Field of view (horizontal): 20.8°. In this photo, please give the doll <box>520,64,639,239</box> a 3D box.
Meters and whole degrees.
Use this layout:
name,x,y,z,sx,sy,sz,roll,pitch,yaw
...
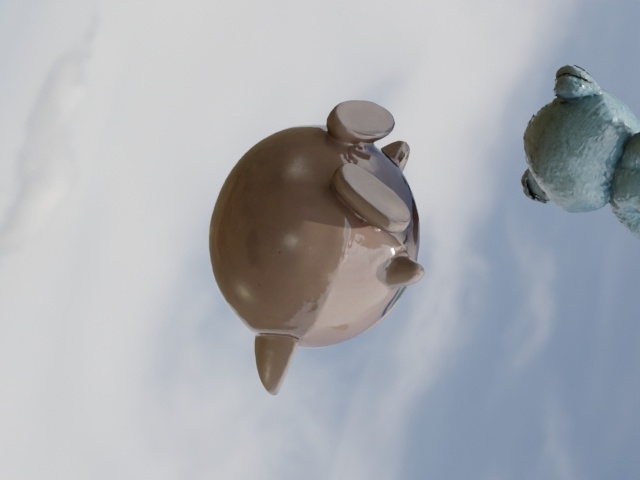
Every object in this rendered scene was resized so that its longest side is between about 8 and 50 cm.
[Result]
name,x,y,z,sx,sy,sz,roll,pitch,yaw
doll,0.229,-0.051,1.226,0.075,0.180,0.120,-59,167,-49

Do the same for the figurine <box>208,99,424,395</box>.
name,x,y,z,sx,sy,sz,roll,pitch,yaw
figurine,0.000,0.000,0.936,0.125,0.125,0.138,-89,-159,-50
